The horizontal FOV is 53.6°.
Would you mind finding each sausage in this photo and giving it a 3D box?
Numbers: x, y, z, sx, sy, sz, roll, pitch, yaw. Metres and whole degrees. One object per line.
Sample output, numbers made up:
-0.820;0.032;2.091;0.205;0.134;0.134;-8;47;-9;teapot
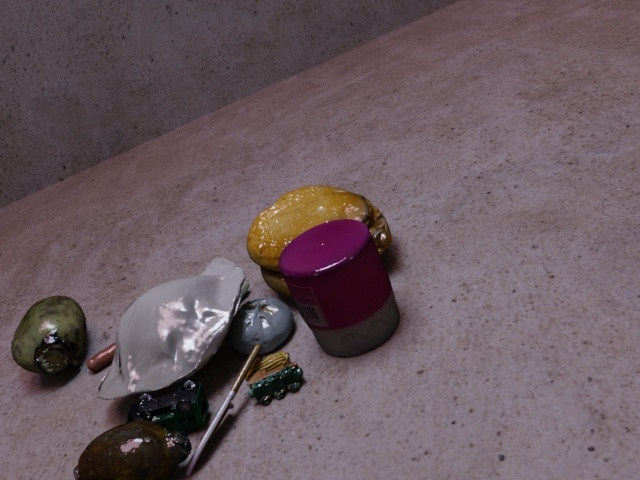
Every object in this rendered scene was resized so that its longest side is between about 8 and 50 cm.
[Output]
-0.459;0.244;1.443;0.158;0.036;0.042;-34;35;-20;sausage

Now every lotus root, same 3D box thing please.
-0.307;0.355;1.026;0.209;0.120;0.120;-19;26;11;lotus root
-0.650;0.222;1.528;0.173;0.173;0.309;-31;19;-13;lotus root

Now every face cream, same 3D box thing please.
0.037;0.085;1.147;0.175;0.195;0.175;-18;28;10;face cream

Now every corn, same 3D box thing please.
-0.099;0.231;1.166;0.092;0.037;0.037;-21;26;5;corn

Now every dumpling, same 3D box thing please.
-0.282;0.180;1.247;0.341;0.181;0.260;-25;18;-34;dumpling

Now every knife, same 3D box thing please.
-0.161;0.287;1.092;0.256;0.022;0.046;-61;-2;-37;knife

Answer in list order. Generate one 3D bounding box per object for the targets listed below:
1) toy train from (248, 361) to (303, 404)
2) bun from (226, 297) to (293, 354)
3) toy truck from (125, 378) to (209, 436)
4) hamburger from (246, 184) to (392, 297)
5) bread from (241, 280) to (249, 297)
-0.079;0.246;1.120;0.103;0.044;0.064;-24;16;1;toy train
-0.124;0.162;1.264;0.140;0.083;0.141;-18;24;8;bun
-0.270;0.306;1.120;0.147;0.079;0.065;-20;25;11;toy truck
0.000;0.000;1.365;0.289;0.170;0.314;-38;30;-19;hamburger
-0.263;0.143;1.472;0.192;0.036;0.112;-5;37;28;bread
